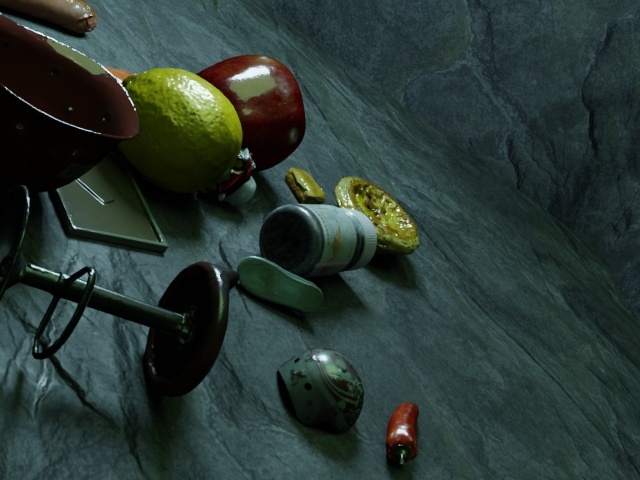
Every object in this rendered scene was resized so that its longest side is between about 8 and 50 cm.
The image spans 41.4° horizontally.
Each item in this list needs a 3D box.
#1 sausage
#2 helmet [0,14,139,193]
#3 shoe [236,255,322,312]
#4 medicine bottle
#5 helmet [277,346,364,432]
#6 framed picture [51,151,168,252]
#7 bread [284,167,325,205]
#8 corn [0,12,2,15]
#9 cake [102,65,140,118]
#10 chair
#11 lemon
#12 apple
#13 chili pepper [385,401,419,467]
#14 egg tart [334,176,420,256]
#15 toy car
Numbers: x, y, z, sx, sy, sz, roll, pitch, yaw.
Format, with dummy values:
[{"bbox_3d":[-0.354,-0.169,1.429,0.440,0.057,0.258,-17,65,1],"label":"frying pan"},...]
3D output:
[{"bbox_3d":[-0.711,-0.586,2.034,0.094,0.094,0.419,1,-4,38],"label":"sausage"},{"bbox_3d":[-0.512,-0.207,1.456,0.337,0.230,0.385,40,15,-1],"label":"helmet"},{"bbox_3d":[-0.091,0.094,1.763,0.195,0.079,0.078,23,-9,-16],"label":"shoe"},{"bbox_3d":[0.000,0.000,1.925,0.165,0.165,0.273,49,26,23],"label":"medicine bottle"},{"bbox_3d":[0.017,0.259,1.553,0.177,0.107,0.153,19,27,-39],"label":"helmet"},{"bbox_3d":[-0.431,-0.097,1.643,0.211,0.020,0.289,14,34,-46],"label":"framed picture"},{"bbox_3d":[-0.042,-0.143,2.270,0.074,0.053,0.132,18,29,-41],"label":"bread"},{"bbox_3d":[-0.722,-0.469,1.808,0.253,0.086,0.086,40,23,1],"label":"corn"},{"bbox_3d":[-0.448,-0.334,1.963,0.135,0.098,0.287,47,28,20],"label":"cake"},{"bbox_3d":[-0.295,0.092,1.245,0.401,0.226,0.226,23,28,-34],"label":"chair"},{"bbox_3d":[-0.309,-0.238,1.803,0.320,0.245,0.245,41,23,9],"label":"lemon"},{"bbox_3d":[-0.186,-0.308,2.068,0.317,0.288,0.288,-16,57,-45],"label":"apple"},{"bbox_3d":[0.160,0.366,1.628,0.063,0.071,0.272,1,15,10],"label":"chili pepper"},{"bbox_3d":[0.140,-0.047,2.292,0.290,0.115,0.290,32,26,-18],"label":"egg tart"},{"bbox_3d":[-0.196,-0.135,1.938,0.112,0.139,0.112,50,12,-25],"label":"toy car"}]
